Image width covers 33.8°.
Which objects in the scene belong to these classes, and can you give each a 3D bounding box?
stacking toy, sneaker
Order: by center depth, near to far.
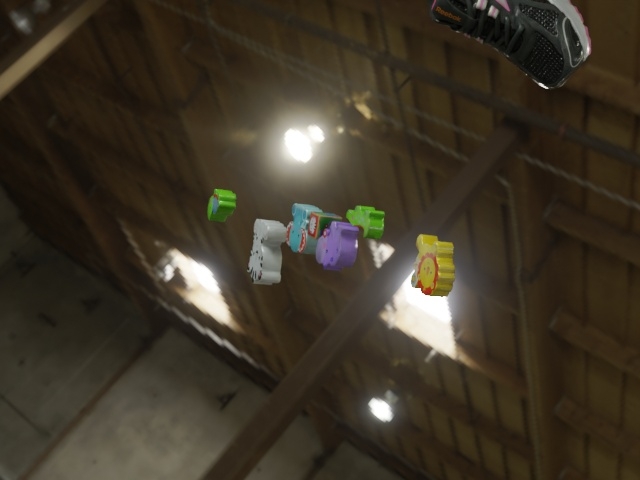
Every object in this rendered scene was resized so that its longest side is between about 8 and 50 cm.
[{"bbox_3d":[0.124,-0.177,0.814,0.178,0.077,0.072,47,-38,24],"label":"sneaker"},{"bbox_3d":[0.000,0.000,0.942,0.166,0.052,0.221,6,10,-21],"label":"stacking toy"}]
